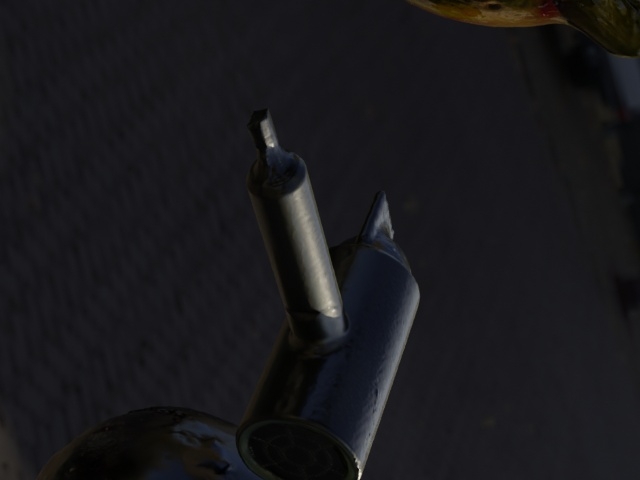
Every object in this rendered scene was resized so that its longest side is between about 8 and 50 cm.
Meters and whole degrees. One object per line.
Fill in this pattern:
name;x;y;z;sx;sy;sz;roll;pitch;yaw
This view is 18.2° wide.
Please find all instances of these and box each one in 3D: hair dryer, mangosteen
hair dryer;0.000;0.000;1.169;0.248;0.078;0.195;77;26;-45
mangosteen;-0.112;0.234;1.317;0.211;0.250;0.211;28;20;-11

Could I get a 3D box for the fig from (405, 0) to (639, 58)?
fig;0.095;-0.153;0.985;0.148;0.142;0.186;3;58;-54
